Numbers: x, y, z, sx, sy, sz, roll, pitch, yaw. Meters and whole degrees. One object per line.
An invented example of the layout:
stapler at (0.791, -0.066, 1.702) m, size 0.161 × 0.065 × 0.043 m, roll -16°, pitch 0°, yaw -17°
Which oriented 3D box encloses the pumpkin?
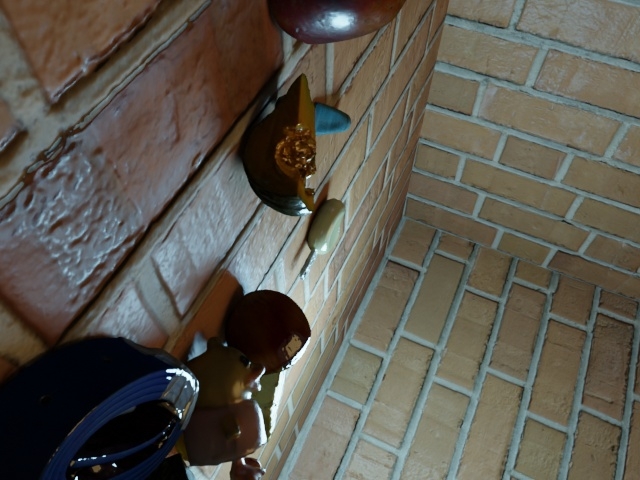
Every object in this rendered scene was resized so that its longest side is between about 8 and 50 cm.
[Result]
pumpkin at (-0.076, -0.174, 0.981) m, size 0.131 × 0.126 × 0.247 m, roll 30°, pitch 62°, yaw -68°

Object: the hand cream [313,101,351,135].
hand cream at (0.022, -0.301, 1.319) m, size 0.224 × 0.048 × 0.083 m, roll -20°, pitch 130°, yaw -64°

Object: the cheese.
cheese at (-0.002, -0.007, 1.585) m, size 0.248 × 0.071 × 0.163 m, roll -57°, pitch 162°, yaw -37°

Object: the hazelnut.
hazelnut at (-0.128, 0.204, 1.221) m, size 0.208 × 0.208 × 0.208 m, roll 21°, pitch 90°, yaw -76°

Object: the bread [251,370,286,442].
bread at (-0.156, 0.394, 1.432) m, size 0.239 × 0.111 × 0.246 m, roll 99°, pitch 3°, yaw -49°

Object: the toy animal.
toy animal at (-0.195, 0.337, 1.058) m, size 0.195 × 0.169 × 0.281 m, roll 127°, pitch -39°, yaw -72°

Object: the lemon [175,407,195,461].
lemon at (-0.259, 0.424, 1.160) m, size 0.155 × 0.114 × 0.114 m, roll -52°, pitch 158°, yaw -59°

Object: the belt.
belt at (-0.303, 0.250, 0.726) m, size 0.212 × 0.117 × 0.347 m, roll -67°, pitch 165°, yaw -5°

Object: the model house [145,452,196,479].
model house at (-0.297, 0.576, 0.874) m, size 0.284 × 0.298 × 0.243 m, roll -24°, pitch 147°, yaw -16°

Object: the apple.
apple at (0.046, -0.520, 0.911) m, size 0.329 × 0.295 × 0.365 m, roll -33°, pitch 176°, yaw 19°
